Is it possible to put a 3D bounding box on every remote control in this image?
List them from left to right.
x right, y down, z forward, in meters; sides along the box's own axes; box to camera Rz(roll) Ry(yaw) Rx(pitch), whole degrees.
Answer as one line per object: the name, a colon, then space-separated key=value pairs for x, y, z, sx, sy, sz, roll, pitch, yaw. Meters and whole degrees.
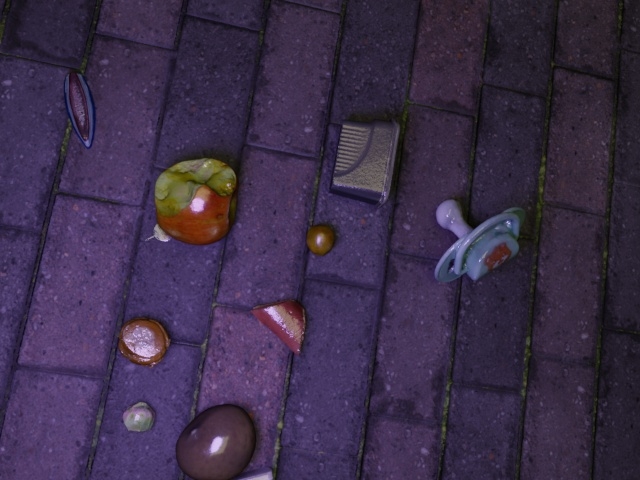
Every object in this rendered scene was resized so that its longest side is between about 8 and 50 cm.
remote control: x=-0.224 y=0.666 z=1.652 sx=0.190 sy=0.087 sz=0.029 roll=-11 pitch=82 yaw=-13

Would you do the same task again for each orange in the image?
orange: x=0.000 y=0.000 z=1.797 sx=0.085 sy=0.085 sz=0.095 roll=0 pitch=89 yaw=-10

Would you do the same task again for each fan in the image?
fan: x=-0.473 y=-0.027 z=1.754 sx=0.080 sy=0.003 sz=0.060 roll=1 pitch=81 yaw=-10

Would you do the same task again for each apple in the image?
apple: x=-0.349 y=-0.111 z=1.669 sx=0.226 sy=0.246 sz=0.246 roll=9 pitch=80 yaw=-1

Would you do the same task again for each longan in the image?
longan: x=-0.277 y=0.549 z=1.610 sx=0.220 sy=0.196 sz=0.196 roll=-39 pitch=90 yaw=-21

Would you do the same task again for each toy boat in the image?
toy boat: x=-0.701 y=-0.381 z=1.748 sx=0.080 sy=0.046 sz=0.229 roll=-11 pitch=82 yaw=-15

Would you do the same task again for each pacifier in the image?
pacifier: x=0.456 y=-0.028 z=1.822 sx=0.343 sy=0.288 sz=0.269 roll=-31 pitch=62 yaw=-17

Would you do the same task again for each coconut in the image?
coconut: x=-0.496 y=0.482 z=1.633 sx=0.083 sy=0.082 sz=0.081 roll=15 pitch=83 yaw=-10

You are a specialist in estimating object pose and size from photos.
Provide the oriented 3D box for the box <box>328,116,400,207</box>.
box: x=0.133 y=-0.252 z=1.836 sx=0.178 sy=0.138 sz=0.274 roll=10 pitch=79 yaw=-4

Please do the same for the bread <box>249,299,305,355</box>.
bread: x=-0.100 y=0.230 z=1.750 sx=0.192 sy=0.067 sz=0.119 roll=42 pitch=77 yaw=-2

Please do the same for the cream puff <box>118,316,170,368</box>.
cream puff: x=-0.490 y=0.280 z=1.654 sx=0.144 sy=0.103 sz=0.126 roll=39 pitch=64 yaw=-3
